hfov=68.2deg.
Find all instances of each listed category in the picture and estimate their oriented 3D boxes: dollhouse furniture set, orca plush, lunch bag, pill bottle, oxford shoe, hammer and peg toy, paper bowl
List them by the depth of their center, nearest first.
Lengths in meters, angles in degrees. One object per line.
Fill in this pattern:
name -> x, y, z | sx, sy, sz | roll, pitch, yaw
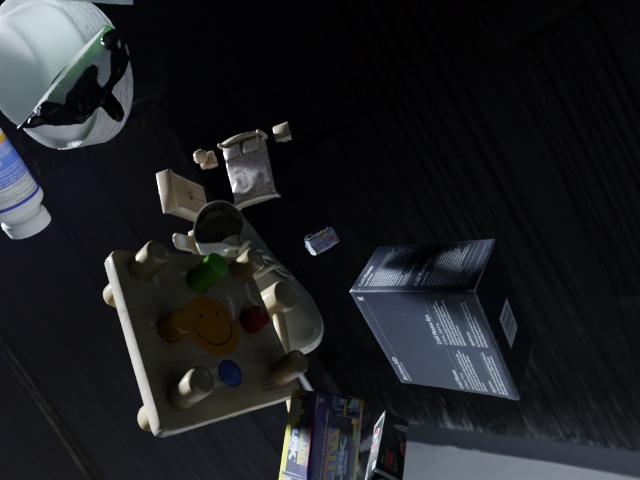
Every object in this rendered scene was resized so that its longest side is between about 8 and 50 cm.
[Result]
orca plush -> -0.326, -0.224, 0.707 | 0.151, 0.102, 0.287 | -38, 36, 11
hammer and peg toy -> -0.124, 0.137, 0.724 | 0.127, 0.266, 0.361 | -39, -27, 27
paper bowl -> -0.513, -0.315, 0.897 | 0.284, 0.284, 0.148 | -26, 8, 32
oxford shoe -> -0.158, 0.070, 1.054 | 0.169, 0.449, 0.130 | -29, -31, -21
lunch bag -> 0.000, 0.000, 1.171 | 0.071, 0.053, 0.083 | -29, 2, -9
pill bottle -> -0.810, -0.141, 1.196 | 0.152, 0.272, 0.152 | -8, 40, 7
dollhouse furniture set -> -0.237, -0.148, 1.287 | 0.355, 0.303, 0.174 | -18, -12, 14

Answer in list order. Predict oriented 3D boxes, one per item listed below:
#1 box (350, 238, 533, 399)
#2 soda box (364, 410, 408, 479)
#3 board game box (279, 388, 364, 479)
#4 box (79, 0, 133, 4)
box -> 0.298, 0.187, 1.145 | 0.312, 0.343, 0.179 | -5, 35, 40
soda box -> 0.132, 0.415, 0.928 | 0.053, 0.060, 0.169 | -67, -6, 22
board game box -> 0.004, 0.302, 0.662 | 0.048, 0.170, 0.141 | -3, -20, 30
box -> -0.397, -0.435, 0.597 | 0.262, 0.231, 0.127 | -20, 36, -41
